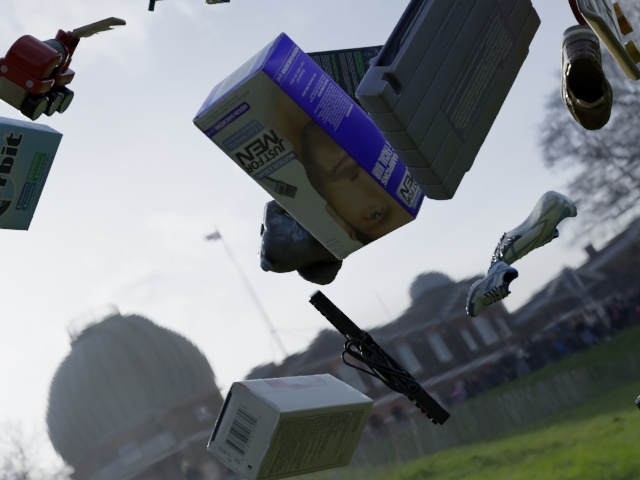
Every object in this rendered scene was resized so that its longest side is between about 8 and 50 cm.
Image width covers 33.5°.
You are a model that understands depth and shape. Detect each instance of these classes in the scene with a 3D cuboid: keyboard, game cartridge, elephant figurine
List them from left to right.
[{"bbox_3d":[0.000,0.000,2.134,0.239,0.186,0.169,9,-12,-7],"label":"elephant figurine"},{"bbox_3d":[0.050,0.126,1.089,0.038,0.192,0.100,-46,-12,-9],"label":"keyboard"},{"bbox_3d":[0.189,-0.258,1.498,0.355,0.068,0.230,-60,-43,-25],"label":"game cartridge"}]

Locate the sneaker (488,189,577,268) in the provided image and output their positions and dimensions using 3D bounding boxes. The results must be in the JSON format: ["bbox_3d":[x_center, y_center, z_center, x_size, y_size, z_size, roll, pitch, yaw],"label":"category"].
[{"bbox_3d":[0.439,-0.005,2.221,0.237,0.086,0.085,-49,14,34],"label":"sneaker"}]

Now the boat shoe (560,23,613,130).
[{"bbox_3d":[0.496,-0.282,2.001,0.095,0.095,0.257,-12,-39,18],"label":"boat shoe"}]

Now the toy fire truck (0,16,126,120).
[{"bbox_3d":[-0.525,-0.370,2.135,0.246,0.158,0.217,-60,-2,15],"label":"toy fire truck"}]

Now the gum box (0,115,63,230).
[{"bbox_3d":[-0.460,-0.095,1.483,0.184,0.041,0.157,6,-71,-60],"label":"gum box"}]

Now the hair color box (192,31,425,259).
[{"bbox_3d":[-0.012,-0.139,1.666,0.185,0.339,0.110,-30,27,43],"label":"hair color box"}]

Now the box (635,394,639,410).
[{"bbox_3d":[0.383,0.162,0.885,0.060,0.216,0.270,-28,0,41],"label":"box"}]

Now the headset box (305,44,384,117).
[{"bbox_3d":[0.012,-0.295,2.264,0.283,0.131,0.246,-8,-16,-11],"label":"headset box"}]

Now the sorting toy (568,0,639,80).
[{"bbox_3d":[0.438,-0.356,1.671,0.041,0.229,0.307,-26,-32,24],"label":"sorting toy"}]

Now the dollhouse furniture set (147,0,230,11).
[{"bbox_3d":[-0.294,-0.457,1.525,0.303,0.198,0.286,13,-5,-42],"label":"dollhouse furniture set"}]

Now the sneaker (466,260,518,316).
[{"bbox_3d":[0.324,0.092,2.001,0.135,0.058,0.052,-50,-48,-23],"label":"sneaker"}]

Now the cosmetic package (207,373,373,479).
[{"bbox_3d":[-0.051,0.346,1.993,0.296,0.129,0.153,8,-73,-54],"label":"cosmetic package"}]
